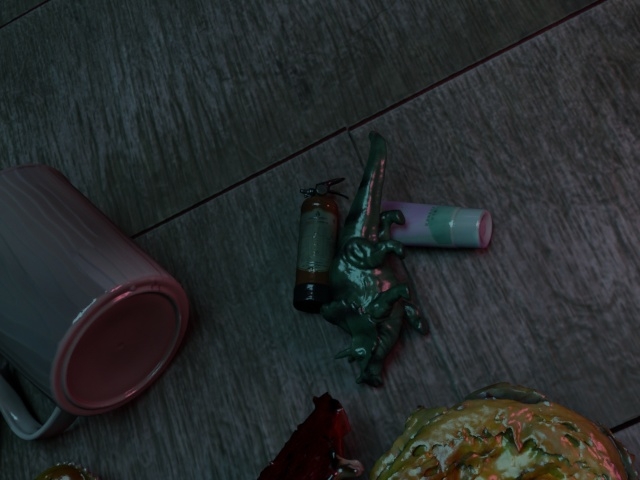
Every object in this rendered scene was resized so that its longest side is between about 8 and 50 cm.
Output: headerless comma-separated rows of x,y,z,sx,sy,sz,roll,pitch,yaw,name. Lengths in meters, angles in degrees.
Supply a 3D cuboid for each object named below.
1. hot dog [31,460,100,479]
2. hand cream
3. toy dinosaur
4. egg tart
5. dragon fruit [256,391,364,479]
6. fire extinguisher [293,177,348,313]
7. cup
-0.347,0.379,1.130,0.268,0.075,0.144,-48,55,-7,hot dog
0.113,-0.018,1.149,0.174,0.047,0.076,5,51,30,hand cream
0.070,0.020,1.100,0.120,0.079,0.291,11,90,27,toy dinosaur
0.171,0.284,0.936,0.297,0.132,0.297,-2,74,9,egg tart
-0.061,0.340,0.947,0.100,0.282,0.343,38,100,-7,dragon fruit
0.000,0.000,1.184,0.062,0.050,0.177,5,66,-1,fire extinguisher
-0.340,0.085,1.192,0.273,0.208,0.288,35,81,30,cup
